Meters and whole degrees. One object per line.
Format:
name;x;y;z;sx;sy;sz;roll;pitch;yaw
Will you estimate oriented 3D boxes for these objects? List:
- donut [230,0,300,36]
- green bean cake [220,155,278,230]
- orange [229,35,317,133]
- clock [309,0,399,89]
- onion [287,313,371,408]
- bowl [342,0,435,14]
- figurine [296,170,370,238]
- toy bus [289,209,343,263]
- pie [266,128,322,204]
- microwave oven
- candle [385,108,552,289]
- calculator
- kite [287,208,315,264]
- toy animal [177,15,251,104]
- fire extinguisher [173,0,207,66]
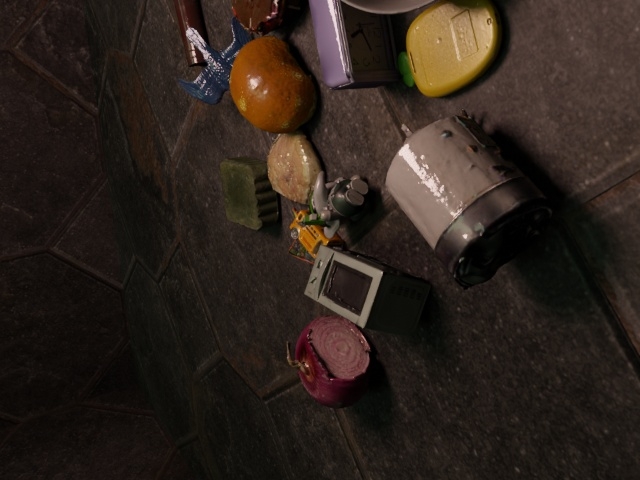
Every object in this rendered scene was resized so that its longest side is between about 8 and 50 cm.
donut;-0.123;-0.595;1.338;0.269;0.103;0.270;35;133;48
green bean cake;-0.192;-0.132;1.654;0.185;0.094;0.184;22;120;53
orange;-0.125;-0.355;1.384;0.237;0.158;0.179;63;142;22
clock;0.064;-0.375;1.087;0.073;0.144;0.194;-3;101;46
onion;0.027;0.296;1.419;0.207;0.200;0.201;30;131;23
bowl;0.119;-0.490;0.889;0.286;0.144;0.287;9;117;18
figurine;0.033;-0.083;1.299;0.192;0.126;0.147;-26;45;65
toy bus;0.000;0.000;1.420;0.162;0.069;0.074;50;124;33
pie;-0.066;-0.184;1.470;0.218;0.052;0.185;31;129;51
microwave oven;0.094;0.096;1.222;0.208;0.162;0.123;24;97;52
candle;0.203;-0.098;0.951;0.330;0.187;0.187;57;145;29
calculator;0.204;-0.317;0.994;0.234;0.032;0.146;-14;91;57
kite;-0.039;-0.001;1.543;0.183;0.014;0.241;65;149;18
toy animal;-0.248;-0.448;1.564;0.239;0.255;0.176;-45;28;13
fire extinguisher;-0.382;-0.648;1.769;0.089;0.072;0.268;-60;-42;-82
